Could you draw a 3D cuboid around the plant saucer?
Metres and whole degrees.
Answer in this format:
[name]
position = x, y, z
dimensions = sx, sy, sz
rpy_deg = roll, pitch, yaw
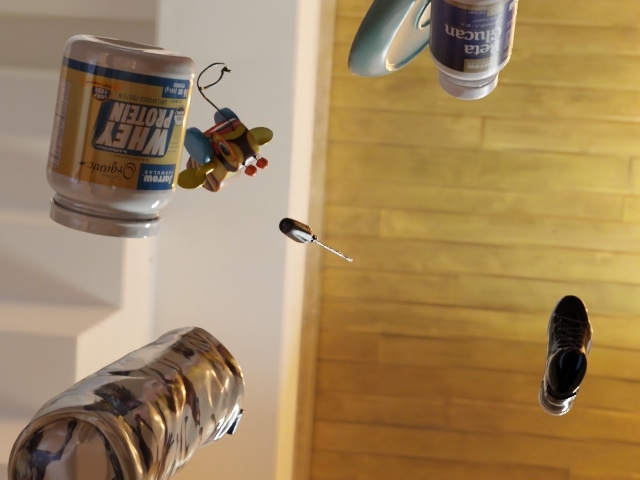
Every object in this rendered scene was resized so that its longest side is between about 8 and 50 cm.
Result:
[plant saucer]
position = 0.157, -0.351, 1.713
dimensions = 0.044, 0.317, 0.317
rpy_deg = 41, -164, 10

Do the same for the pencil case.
[pencil case]
position = -0.223, 0.235, 1.468
dimensions = 0.160, 0.183, 0.410
rpy_deg = 4, -170, 14

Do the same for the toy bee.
[toy bee]
position = -0.170, -0.153, 2.122
dimensions = 0.162, 0.195, 0.298
rpy_deg = 49, 175, 15

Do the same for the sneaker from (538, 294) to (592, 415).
[sneaker]
position = 0.421, 0.177, 2.017
dimensions = 0.079, 0.217, 0.121
rpy_deg = 11, 157, 5

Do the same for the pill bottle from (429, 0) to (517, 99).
[pill bottle]
position = 0.167, -0.238, 1.332
dimensions = 0.094, 0.094, 0.169
rpy_deg = 4, 144, 6

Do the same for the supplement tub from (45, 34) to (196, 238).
[supplement tub]
position = -0.220, -0.114, 1.311
dimensions = 0.144, 0.199, 0.144
rpy_deg = 10, -169, -2

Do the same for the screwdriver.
[screwdriver]
position = 0.000, 0.000, 1.429
dimensions = 0.024, 0.025, 0.170
rpy_deg = 6, 173, 31
